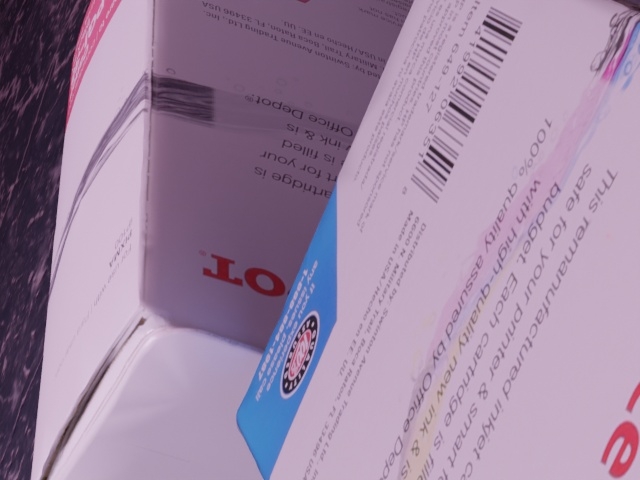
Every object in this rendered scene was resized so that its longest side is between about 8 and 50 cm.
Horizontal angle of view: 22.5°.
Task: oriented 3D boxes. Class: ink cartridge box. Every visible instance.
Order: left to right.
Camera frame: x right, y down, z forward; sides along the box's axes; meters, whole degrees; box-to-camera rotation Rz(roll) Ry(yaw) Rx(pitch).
[{"bbox_3d":[0.000,0.000,0.664,0.117,0.207,0.283,-56,24,35],"label":"ink cartridge box"},{"bbox_3d":[0.105,0.044,0.412,0.171,0.168,0.232,-66,21,12],"label":"ink cartridge box"}]
